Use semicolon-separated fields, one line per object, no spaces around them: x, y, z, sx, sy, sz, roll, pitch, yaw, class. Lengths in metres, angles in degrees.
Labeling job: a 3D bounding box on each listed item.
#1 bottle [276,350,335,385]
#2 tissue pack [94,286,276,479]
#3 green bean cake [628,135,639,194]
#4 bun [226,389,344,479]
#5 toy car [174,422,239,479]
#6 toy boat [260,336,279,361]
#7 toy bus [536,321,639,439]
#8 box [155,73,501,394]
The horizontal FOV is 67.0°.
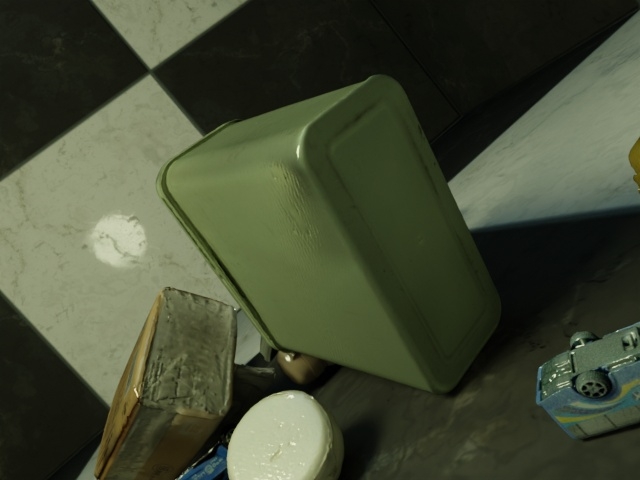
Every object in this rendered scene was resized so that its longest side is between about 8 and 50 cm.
0.017;0.169;0.864;0.209;0.110;0.097;-40;47;-22;bottle
-0.229;0.271;0.835;0.305;0.239;0.238;-55;-5;36;tissue pack
0.357;-0.075;0.329;0.230;0.131;0.224;-37;5;23;green bean cake
-0.033;0.253;0.561;0.138;0.094;0.138;-15;43;15;bun
-0.175;0.359;0.743;0.216;0.063;0.103;-38;-15;-21;toy car
-0.043;0.162;0.982;0.141;0.141;0.269;-44;-5;-37;toy boat
0.223;0.084;0.326;0.153;0.061;0.051;-38;7;35;toy bus
0.000;0.000;0.626;0.177;0.352;0.344;-43;24;-29;box
